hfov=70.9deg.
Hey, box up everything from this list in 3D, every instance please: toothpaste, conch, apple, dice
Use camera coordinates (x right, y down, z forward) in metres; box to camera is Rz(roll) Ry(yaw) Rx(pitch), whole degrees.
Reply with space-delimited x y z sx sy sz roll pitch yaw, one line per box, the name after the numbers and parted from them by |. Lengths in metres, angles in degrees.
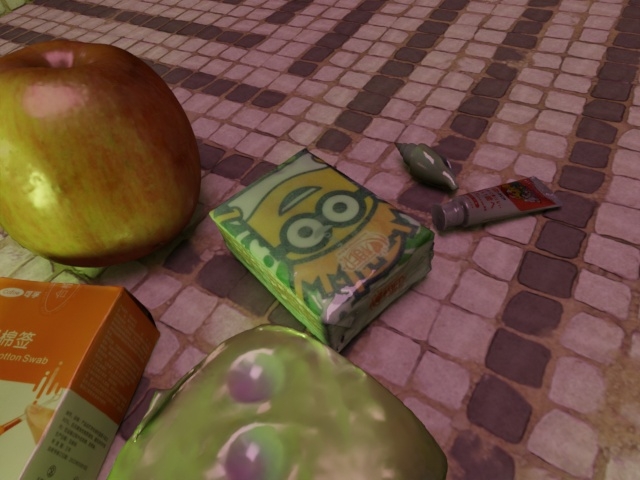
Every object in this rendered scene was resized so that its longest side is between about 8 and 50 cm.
0.318 -0.067 0.819 0.233 0.057 0.089 -13 48 -13 | toothpaste
0.214 -0.151 0.903 0.180 0.088 0.065 45 111 29 | conch
-0.414 -0.163 0.811 0.390 0.347 0.392 -3 44 3 | apple
-0.036 0.258 0.456 0.249 0.255 0.252 30 58 26 | dice

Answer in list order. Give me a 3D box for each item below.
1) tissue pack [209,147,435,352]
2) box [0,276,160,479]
0.000 0.000 0.751 0.228 0.128 0.310 -38 54 -20 | tissue pack
-0.402 0.223 0.613 0.224 0.144 0.342 3 49 10 | box
